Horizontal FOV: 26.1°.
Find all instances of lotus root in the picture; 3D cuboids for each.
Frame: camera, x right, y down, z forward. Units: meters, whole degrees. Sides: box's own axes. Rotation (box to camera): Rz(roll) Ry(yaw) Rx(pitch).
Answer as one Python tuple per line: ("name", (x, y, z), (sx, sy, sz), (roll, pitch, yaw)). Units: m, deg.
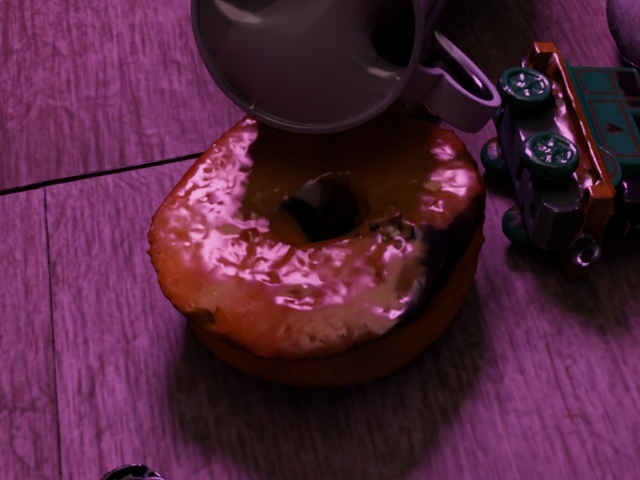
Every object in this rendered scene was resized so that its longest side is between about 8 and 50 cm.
("lotus root", (0.291, -0.180, 1.169), (0.088, 0.088, 0.165), (-12, 48, -5))

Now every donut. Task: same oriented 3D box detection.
("donut", (0.001, -0.002, 1.018), (0.253, 0.118, 0.253), (-2, 45, 2))

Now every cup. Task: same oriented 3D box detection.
("cup", (0.024, -0.166, 1.047), (0.166, 0.221, 0.202), (-21, 15, 22))

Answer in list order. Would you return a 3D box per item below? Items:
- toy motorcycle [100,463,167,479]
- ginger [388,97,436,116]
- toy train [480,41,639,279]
("toy motorcycle", (-0.165, 0.246, 0.828), (0.263, 0.091, 0.157), (-31, 59, -19))
("ginger", (0.049, -0.123, 1.177), (0.137, 0.044, 0.057), (-10, 65, -1))
("toy train", (0.203, -0.067, 1.075), (0.136, 0.091, 0.228), (-3, 46, -10))
